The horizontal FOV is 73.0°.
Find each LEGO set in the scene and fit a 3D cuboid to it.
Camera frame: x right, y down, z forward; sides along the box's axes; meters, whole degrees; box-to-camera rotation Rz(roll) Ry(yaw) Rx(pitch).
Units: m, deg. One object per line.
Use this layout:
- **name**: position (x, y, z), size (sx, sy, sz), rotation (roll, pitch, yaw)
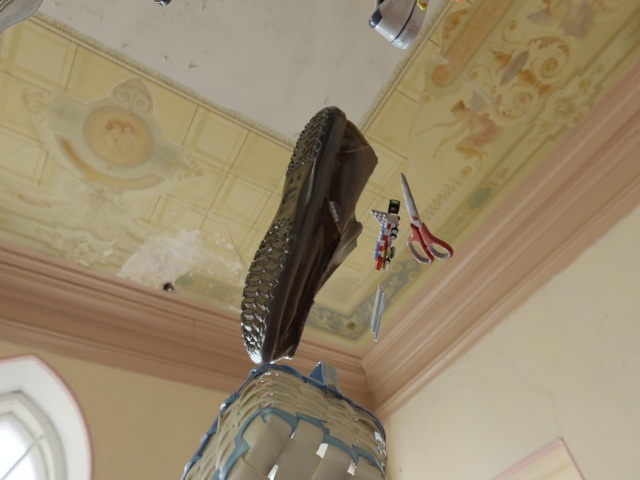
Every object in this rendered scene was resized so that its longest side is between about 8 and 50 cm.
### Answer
- **LEGO set**: position (0.103, 0.040, 0.775), size (0.060, 0.182, 0.245), rotation (11, -89, 7)

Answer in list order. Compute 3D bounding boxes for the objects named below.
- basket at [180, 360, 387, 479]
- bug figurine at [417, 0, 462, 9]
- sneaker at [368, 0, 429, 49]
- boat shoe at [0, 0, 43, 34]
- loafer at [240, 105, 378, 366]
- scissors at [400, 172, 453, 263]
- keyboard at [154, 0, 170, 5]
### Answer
- **basket**: position (-0.048, 0.273, 0.490), size (0.201, 0.289, 0.255), rotation (31, -97, -4)
- **bug figurine**: position (0.180, -0.388, 0.515), size (0.072, 0.216, 0.279), rotation (-49, -36, -7)
- **sneaker**: position (0.145, -0.456, 0.753), size (0.091, 0.258, 0.094), rotation (24, -28, -20)
- **boat shoe**: position (-0.365, -0.258, 0.485), size (0.038, 0.046, 0.125), rotation (43, -95, -7)
- **loafer**: position (0.000, 0.000, 0.594), size (0.130, 0.133, 0.366), rotation (22, -98, -24)
- **scissors**: position (0.218, -0.040, 1.023), size (0.109, 0.021, 0.297), rotation (-6, -44, 43)
- **keyboard**: position (-0.103, -0.456, 0.606), size (0.317, 0.202, 0.033), rotation (-26, -46, 15)
